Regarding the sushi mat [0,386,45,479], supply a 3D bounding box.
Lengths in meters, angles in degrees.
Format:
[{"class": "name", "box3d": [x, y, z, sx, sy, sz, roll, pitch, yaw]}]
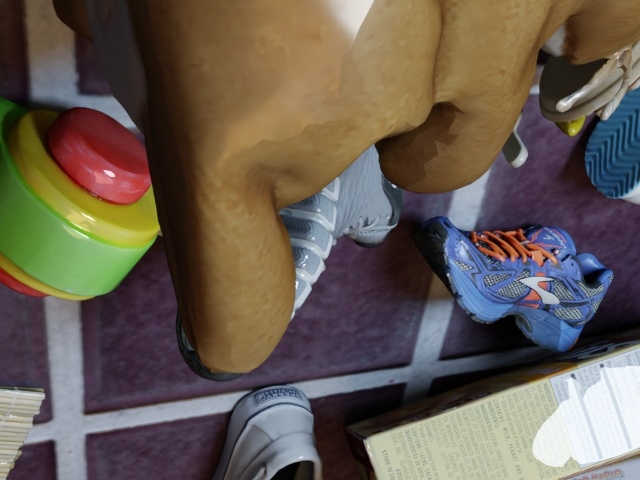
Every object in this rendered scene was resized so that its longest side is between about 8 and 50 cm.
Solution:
[{"class": "sushi mat", "box3d": [-0.375, 0.151, 0.827, 0.316, 0.019, 0.151, 8, 127, -29]}]

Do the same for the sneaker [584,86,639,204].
[{"class": "sneaker", "box3d": [0.296, -0.115, 0.815, 0.092, 0.087, 0.229, 11, 134, -39]}]

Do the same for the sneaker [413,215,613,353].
[{"class": "sneaker", "box3d": [0.154, 0.018, 0.889, 0.221, 0.083, 0.087, 22, 114, -47]}]

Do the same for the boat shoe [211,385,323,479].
[{"class": "boat shoe", "box3d": [-0.047, 0.247, 1.005, 0.096, 0.088, 0.267, 0, 131, -23]}]

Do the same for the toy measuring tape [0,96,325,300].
[{"class": "toy measuring tape", "box3d": [-0.112, 0.001, 0.726, 0.330, 0.121, 0.121, 26, 118, -38]}]

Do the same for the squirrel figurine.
[{"class": "squirrel figurine", "box3d": [0.073, -0.192, 0.517, 0.370, 0.281, 0.397, -15, 138, -18]}]

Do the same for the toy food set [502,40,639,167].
[{"class": "toy food set", "box3d": [0.194, -0.123, 0.729, 0.038, 0.132, 0.192, 38, 113, -17]}]

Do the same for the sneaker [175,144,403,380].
[{"class": "sneaker", "box3d": [0.000, 0.000, 0.737, 0.132, 0.086, 0.229, 40, 71, -54]}]

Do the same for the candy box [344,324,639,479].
[{"class": "candy box", "box3d": [0.187, 0.149, 0.948, 0.316, 0.087, 0.183, -19, 175, -6]}]

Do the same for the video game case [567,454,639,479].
[{"class": "video game case", "box3d": [0.262, 0.194, 1.007, 0.206, 0.026, 0.227, -24, 172, 33]}]
